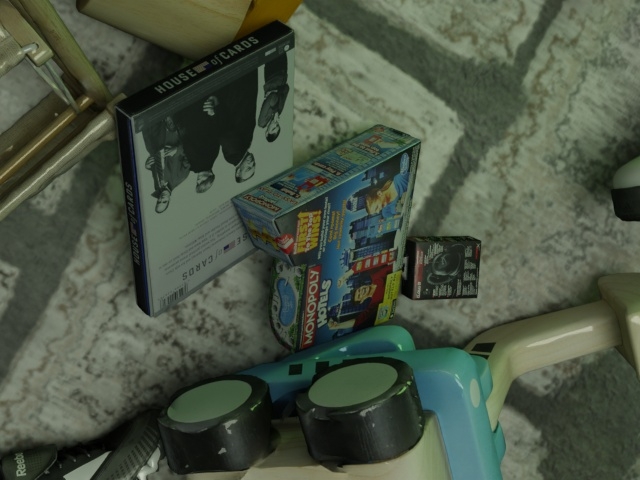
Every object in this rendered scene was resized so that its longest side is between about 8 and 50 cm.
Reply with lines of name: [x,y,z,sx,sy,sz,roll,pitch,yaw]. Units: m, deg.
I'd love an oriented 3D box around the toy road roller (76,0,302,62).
toy road roller: [-0.083,-0.342,1.139,0.202,0.241,0.329,22,130,-23]

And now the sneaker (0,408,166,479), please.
sneaker: [-0.245,0.227,1.229,0.234,0.078,0.106,-40,114,-7]

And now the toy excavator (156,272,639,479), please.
toy excavator: [0.116,0.159,1.289,0.433,0.445,0.222,-8,109,24]

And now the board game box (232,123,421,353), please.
board game box: [0.000,0.000,1.244,0.194,0.060,0.194,-14,120,-43]

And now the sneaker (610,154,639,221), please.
sneaker: [0.449,-0.205,1.378,0.447,0.169,0.257,-28,100,-21]

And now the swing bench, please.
swing bench: [-0.304,-0.090,1.049,0.253,0.165,0.255,-44,142,-7]

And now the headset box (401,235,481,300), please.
headset box: [0.121,0.028,1.350,0.083,0.032,0.062,-2,101,-19]

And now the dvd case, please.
dvd case: [-0.096,-0.060,1.163,0.179,0.029,0.239,-33,145,-31]
